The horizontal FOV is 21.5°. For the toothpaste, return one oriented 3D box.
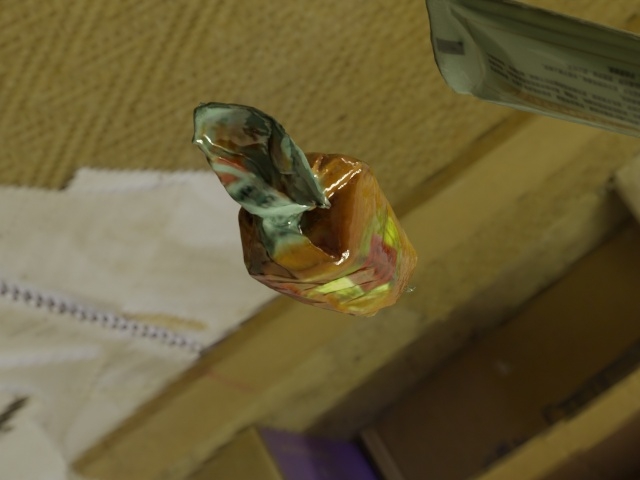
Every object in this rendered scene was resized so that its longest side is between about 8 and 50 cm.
[{"bbox_3d":[0.156,-0.067,0.766,0.037,0.255,0.067,-47,138,-31],"label":"toothpaste"}]

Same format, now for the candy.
[{"bbox_3d":[0.000,0.000,0.597,0.053,0.046,0.182,-5,160,15],"label":"candy"}]
